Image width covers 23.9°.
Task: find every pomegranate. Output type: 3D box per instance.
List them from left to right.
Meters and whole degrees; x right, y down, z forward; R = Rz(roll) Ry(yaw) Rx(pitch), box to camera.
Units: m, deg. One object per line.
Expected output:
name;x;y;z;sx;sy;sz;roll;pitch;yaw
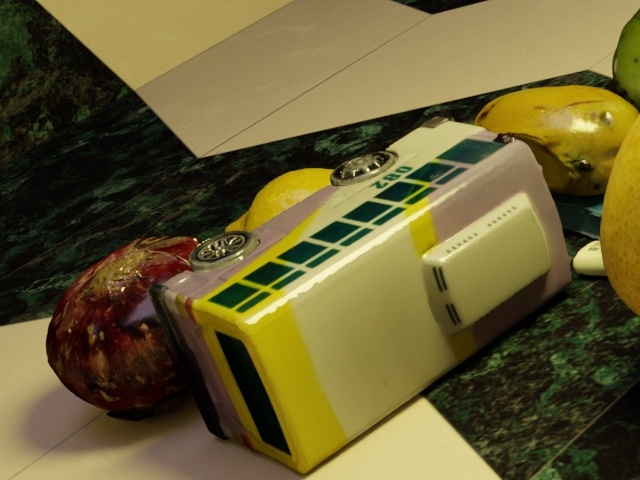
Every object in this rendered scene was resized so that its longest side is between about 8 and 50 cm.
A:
pomegranate;0.518;-0.233;2.016;0.248;0.214;0.214;18;29;7

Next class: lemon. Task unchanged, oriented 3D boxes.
lemon;0.000;0.000;1.901;0.244;0.186;0.187;4;25;10

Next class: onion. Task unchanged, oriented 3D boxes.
onion;-0.211;0.108;1.833;0.246;0.190;0.246;-29;31;20

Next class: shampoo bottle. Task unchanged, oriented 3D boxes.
shampoo bottle;0.355;0.023;1.711;0.049;0.034;0.141;-28;20;-37

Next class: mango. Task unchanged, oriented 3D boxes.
mango;0.290;-0.130;1.889;0.167;0.130;0.262;-24;23;-36

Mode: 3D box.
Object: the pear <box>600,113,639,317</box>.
pear;0.422;-0.031;1.412;0.314;0.314;0.314;-18;20;7

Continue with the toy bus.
toy bus;0.065;0.045;1.682;0.440;0.209;0.249;-32;24;-25

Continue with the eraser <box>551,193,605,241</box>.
eraser;0.387;-0.049;1.850;0.144;0.042;0.312;-28;21;-20
